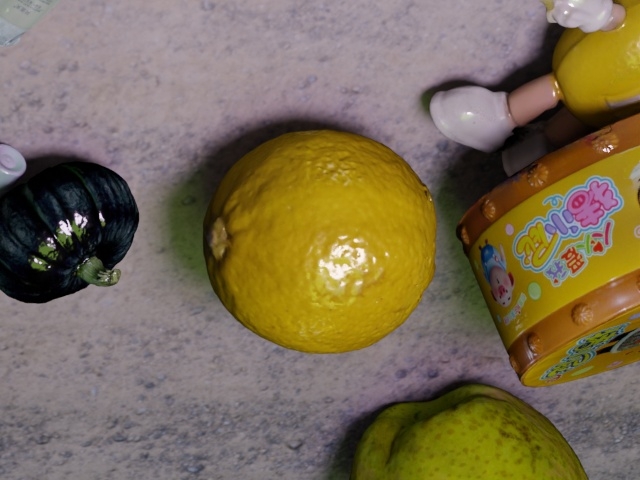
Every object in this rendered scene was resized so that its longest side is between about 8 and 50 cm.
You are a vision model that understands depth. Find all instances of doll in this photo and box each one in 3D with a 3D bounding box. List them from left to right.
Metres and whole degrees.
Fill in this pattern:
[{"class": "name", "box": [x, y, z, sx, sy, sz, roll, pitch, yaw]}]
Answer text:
[{"class": "doll", "box": [0.336, -0.208, 1.894, 0.348, 0.161, 0.423, 0, 148, -26]}]

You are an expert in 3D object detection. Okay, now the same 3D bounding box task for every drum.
[{"class": "drum", "box": [0.391, 0.005, 1.964, 0.431, 0.214, 0.431, -19, 165, -6]}]

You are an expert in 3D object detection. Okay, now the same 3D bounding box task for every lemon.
[{"class": "lemon", "box": [0.001, 0.000, 1.900, 0.293, 0.293, 0.293, -10, 136, -10]}]

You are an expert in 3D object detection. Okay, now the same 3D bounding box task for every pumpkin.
[{"class": "pumpkin", "box": [-0.301, -0.008, 1.859, 0.194, 0.150, 0.194, -12, 173, -1]}]

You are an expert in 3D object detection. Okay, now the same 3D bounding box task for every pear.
[{"class": "pear", "box": [0.215, 0.385, 2.306, 0.391, 0.391, 0.391, -10, 136, -10]}]

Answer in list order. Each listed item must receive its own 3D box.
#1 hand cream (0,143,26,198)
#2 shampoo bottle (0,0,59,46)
[{"class": "hand cream", "box": [-0.406, -0.043, 1.870, 0.076, 0.047, 0.174, 18, 133, -35]}, {"class": "shampoo bottle", "box": [-0.279, -0.289, 1.664, 0.212, 0.049, 0.072, -41, 136, 19]}]
